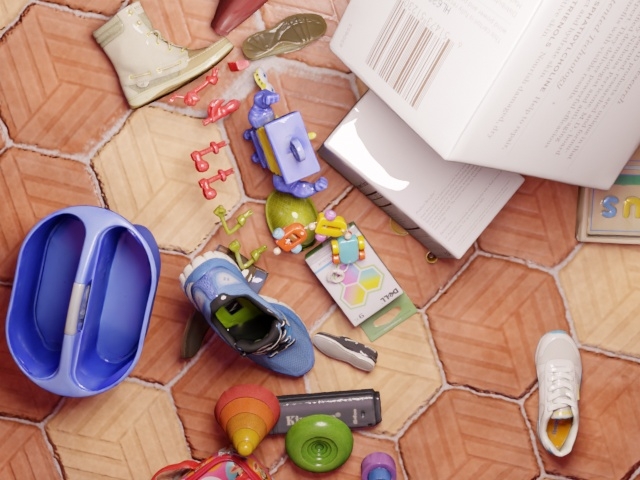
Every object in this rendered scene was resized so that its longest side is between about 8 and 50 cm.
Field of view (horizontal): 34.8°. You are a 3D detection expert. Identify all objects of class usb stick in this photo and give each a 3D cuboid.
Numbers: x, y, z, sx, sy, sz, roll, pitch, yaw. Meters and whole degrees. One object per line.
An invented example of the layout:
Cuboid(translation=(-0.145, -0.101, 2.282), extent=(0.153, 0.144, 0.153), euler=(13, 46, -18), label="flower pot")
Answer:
Cuboid(translation=(-0.026, 0.319, 1.888), extent=(0.278, 0.045, 0.077), euler=(-5, 103, 1), label="usb stick")

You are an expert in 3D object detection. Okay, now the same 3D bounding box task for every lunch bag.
Cuboid(translation=(-0.211, 0.521, 1.894), extent=(0.293, 0.120, 0.258), euler=(-39, 93, 5), label="lunch bag")

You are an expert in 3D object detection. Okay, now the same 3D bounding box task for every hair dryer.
Cuboid(translation=(-0.141, -0.495, 1.736), extent=(0.223, 0.080, 0.293), euler=(18, 108, 38), label="hair dryer")

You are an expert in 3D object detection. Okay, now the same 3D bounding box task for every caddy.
Cuboid(translation=(-0.412, 0.102, 1.790), extent=(0.241, 0.179, 0.341), euler=(13, 100, -1), label="caddy")

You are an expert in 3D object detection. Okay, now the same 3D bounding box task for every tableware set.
Cuboid(translation=(0.179, -0.033, 1.838), extent=(0.104, 0.024, 0.154), euler=(-27, 98, 5), label="tableware set")

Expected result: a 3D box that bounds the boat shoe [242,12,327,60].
Cuboid(translation=(-0.063, -0.352, 1.783), extent=(0.153, 0.048, 0.056), euler=(-24, 86, -2), label="boat shoe")

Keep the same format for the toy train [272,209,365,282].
Cuboid(translation=(0.000, 0.000, 1.754), extent=(0.125, 0.046, 0.166), euler=(-39, 128, 20), label="toy train")

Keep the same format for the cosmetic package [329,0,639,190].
Cuboid(translation=(0.299, -0.310, 1.507), extent=(0.393, 0.329, 0.327), euler=(5, 123, -42), label="cosmetic package")

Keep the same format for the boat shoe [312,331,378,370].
Cuboid(translation=(0.047, 0.195, 1.871), extent=(0.125, 0.038, 0.046), euler=(23, 141, 2), label="boat shoe")

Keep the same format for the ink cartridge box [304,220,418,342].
Cuboid(translation=(0.076, 0.081, 1.839), extent=(0.109, 0.062, 0.209), euler=(-35, 98, 5), label="ink cartridge box")

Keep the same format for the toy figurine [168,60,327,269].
Cuboid(translation=(-0.083, -0.120, 1.701), extent=(0.191, 0.217, 0.362), euler=(-25, 106, -22), label="toy figurine")

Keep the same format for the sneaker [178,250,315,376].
Cuboid(translation=(-0.113, 0.160, 1.766), extent=(0.130, 0.147, 0.330), euler=(-42, 132, 6), label="sneaker")

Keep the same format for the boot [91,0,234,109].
Cuboid(translation=(-0.273, -0.343, 1.765), extent=(0.213, 0.077, 0.165), euler=(-27, 97, 11), label="boot")

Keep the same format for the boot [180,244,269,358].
Cuboid(translation=(-0.175, 0.127, 1.840), extent=(0.106, 0.082, 0.219), euler=(21, 97, 0), label="boot")

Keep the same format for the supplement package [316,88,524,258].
Cuboid(translation=(0.162, -0.127, 1.730), extent=(0.293, 0.175, 0.177), euler=(41, 87, -4), label="supplement package")

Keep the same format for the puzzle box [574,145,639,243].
Cuboid(translation=(0.663, -0.123, 1.804), extent=(0.409, 0.052, 0.272), euler=(1, 100, 0), label="puzzle box")

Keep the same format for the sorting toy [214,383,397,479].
Cuboid(translation=(-0.023, 0.388, 1.827), extent=(0.365, 0.126, 0.127), euler=(26, 113, -13), label="sorting toy")

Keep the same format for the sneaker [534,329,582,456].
Cuboid(translation=(0.437, 0.277, 1.852), extent=(0.087, 0.092, 0.229), euler=(-2, 98, 3), label="sneaker")
